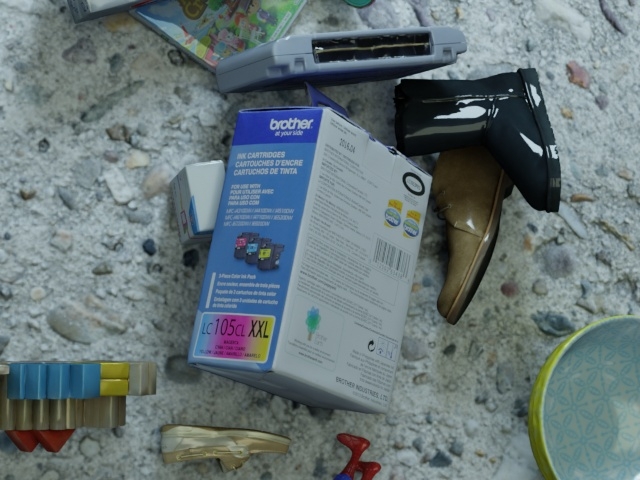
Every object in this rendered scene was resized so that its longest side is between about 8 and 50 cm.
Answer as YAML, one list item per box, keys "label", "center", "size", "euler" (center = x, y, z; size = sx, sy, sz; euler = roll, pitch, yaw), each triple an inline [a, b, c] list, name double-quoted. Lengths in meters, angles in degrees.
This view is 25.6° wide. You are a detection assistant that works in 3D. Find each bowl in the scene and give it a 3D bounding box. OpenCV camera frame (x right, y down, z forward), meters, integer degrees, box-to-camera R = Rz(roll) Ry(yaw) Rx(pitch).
- label: "bowl"
  center: [0.396, 0.254, 1.942]
  size: [0.289, 0.156, 0.289]
  euler: [3, 80, -19]

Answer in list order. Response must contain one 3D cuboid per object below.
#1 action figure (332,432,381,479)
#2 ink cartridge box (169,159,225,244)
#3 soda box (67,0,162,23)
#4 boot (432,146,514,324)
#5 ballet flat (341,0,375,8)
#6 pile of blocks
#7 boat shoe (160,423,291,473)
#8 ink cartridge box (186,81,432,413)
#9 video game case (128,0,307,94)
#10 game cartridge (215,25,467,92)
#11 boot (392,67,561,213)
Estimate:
- label: "action figure"
  center: [-0.037, 0.378, 1.803]
  size: [0.280, 0.139, 0.091]
  euler: [-62, 141, -38]
- label: "ink cartridge box"
  center: [-0.154, -0.047, 1.821]
  size: [0.052, 0.122, 0.088]
  euler: [-9, 84, -16]
- label: "soda box"
  center: [-0.192, -0.367, 1.839]
  size: [0.286, 0.098, 0.091]
  euler: [-19, 96, -20]
- label: "boot"
  center: [0.198, -0.031, 1.963]
  size: [0.115, 0.112, 0.305]
  euler: [17, 71, 4]
- label: "ballet flat"
  center: [0.003, -0.415, 1.956]
  size: [0.077, 0.079, 0.221]
  euler: [-43, 95, 11]
- label: "pile of blocks"
  center: [-0.372, 0.202, 1.694]
  size: [0.362, 0.149, 0.112]
  euler: [1, 88, -18]
- label: "boat shoe"
  center: [-0.123, 0.270, 1.817]
  size: [0.170, 0.063, 0.059]
  euler: [5, 82, -9]
- label: "ink cartridge box"
  center: [0.000, 0.000, 1.789]
  size: [0.270, 0.151, 0.395]
  euler: [28, 71, -52]
- label: "video game case"
  center: [-0.127, -0.338, 1.927]
  size: [0.193, 0.023, 0.212]
  euler: [35, 72, -10]
- label: "game cartridge"
  center: [0.021, -0.237, 1.864]
  size: [0.294, 0.196, 0.060]
  euler: [-8, 87, -30]
- label: "boot"
  center: [0.206, -0.128, 1.896]
  size: [0.207, 0.094, 0.246]
  euler: [-7, 54, 0]
